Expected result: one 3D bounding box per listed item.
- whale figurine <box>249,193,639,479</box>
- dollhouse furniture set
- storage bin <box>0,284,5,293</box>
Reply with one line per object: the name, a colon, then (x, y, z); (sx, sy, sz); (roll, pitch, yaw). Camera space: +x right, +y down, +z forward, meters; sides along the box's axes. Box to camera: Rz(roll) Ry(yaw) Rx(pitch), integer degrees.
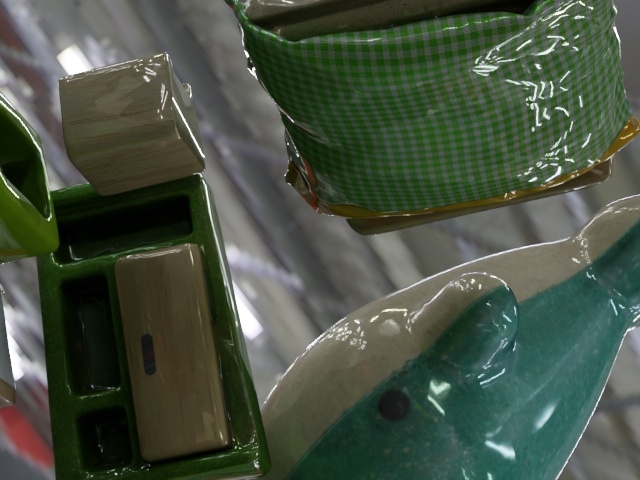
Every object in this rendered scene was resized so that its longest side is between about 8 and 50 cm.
whale figurine: (0.095, 0.087, 1.058); (0.141, 0.272, 0.216); (52, -16, 21)
dollhouse furniture set: (0.000, 0.000, 0.859); (0.197, 0.301, 0.151); (59, 19, -69)
storage bin: (-0.226, 0.021, 0.869); (0.084, 0.122, 0.180); (64, 6, -2)
